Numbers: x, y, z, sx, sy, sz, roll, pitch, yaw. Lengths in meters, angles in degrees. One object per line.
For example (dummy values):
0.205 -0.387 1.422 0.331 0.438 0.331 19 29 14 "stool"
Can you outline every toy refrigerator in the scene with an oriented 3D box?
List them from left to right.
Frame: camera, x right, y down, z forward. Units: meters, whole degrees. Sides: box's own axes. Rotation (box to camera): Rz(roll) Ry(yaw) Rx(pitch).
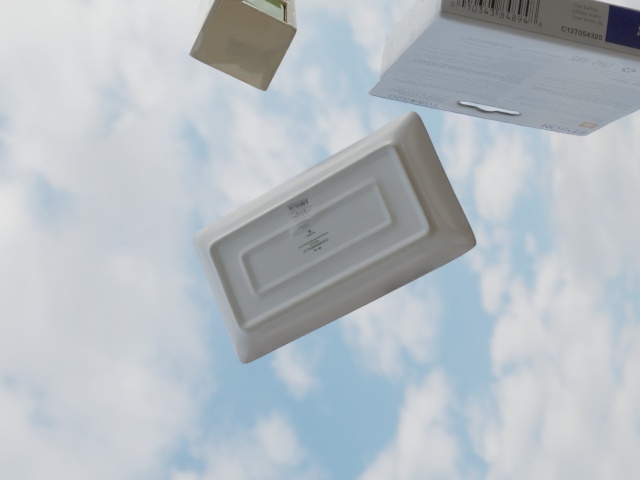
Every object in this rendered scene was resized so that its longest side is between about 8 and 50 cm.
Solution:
-0.092 -0.289 1.336 0.102 0.094 0.269 24 -156 -14 "toy refrigerator"

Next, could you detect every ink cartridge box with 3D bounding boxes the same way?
0.251 -0.219 1.310 0.324 0.330 0.071 10 -97 -11 "ink cartridge box"

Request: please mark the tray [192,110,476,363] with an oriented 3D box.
0.000 0.000 1.010 0.030 0.270 0.145 8 -124 -63 "tray"
